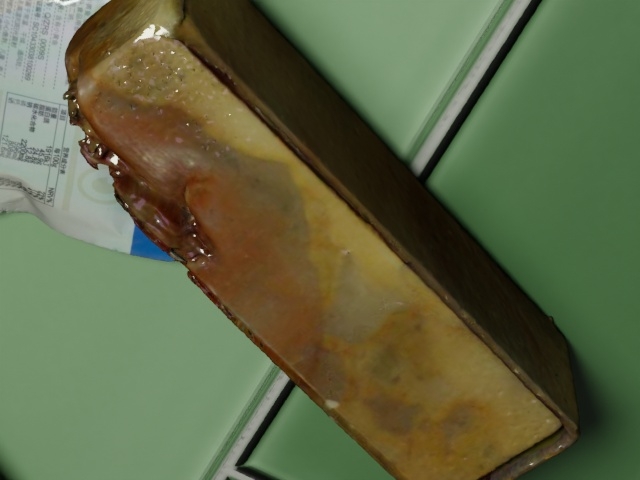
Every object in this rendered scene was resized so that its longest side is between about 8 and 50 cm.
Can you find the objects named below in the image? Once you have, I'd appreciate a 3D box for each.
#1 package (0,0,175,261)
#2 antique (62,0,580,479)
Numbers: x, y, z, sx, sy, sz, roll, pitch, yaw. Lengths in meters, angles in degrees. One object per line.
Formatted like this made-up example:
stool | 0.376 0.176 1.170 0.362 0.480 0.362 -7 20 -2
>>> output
package | -0.138 -0.076 0.864 0.173 0.027 0.171 12 116 -5
antique | 0.000 0.000 0.847 0.093 0.087 0.310 -34 117 22
